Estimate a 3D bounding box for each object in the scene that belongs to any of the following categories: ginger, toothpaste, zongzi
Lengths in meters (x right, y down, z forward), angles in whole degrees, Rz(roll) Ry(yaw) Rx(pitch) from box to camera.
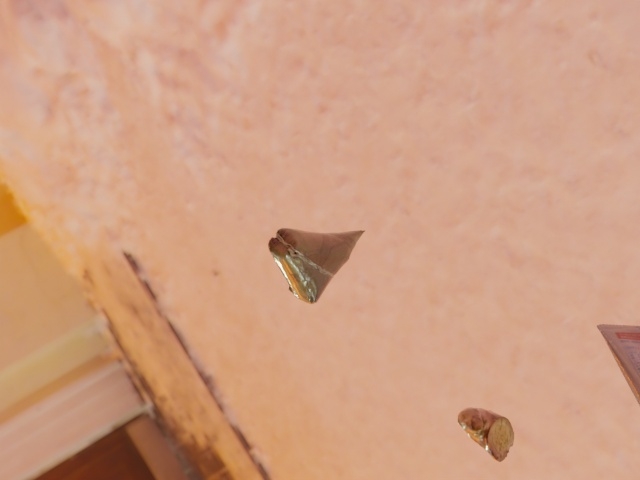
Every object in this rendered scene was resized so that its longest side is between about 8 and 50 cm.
[{"bbox_3d":[0.128,0.143,0.934,0.048,0.030,0.097,42,178,9],"label":"ginger"},{"bbox_3d":[0.329,0.149,1.127,0.234,0.089,0.057,-100,15,-53],"label":"toothpaste"},{"bbox_3d":[0.000,0.000,1.341,0.052,0.113,0.104,33,161,33],"label":"zongzi"}]
